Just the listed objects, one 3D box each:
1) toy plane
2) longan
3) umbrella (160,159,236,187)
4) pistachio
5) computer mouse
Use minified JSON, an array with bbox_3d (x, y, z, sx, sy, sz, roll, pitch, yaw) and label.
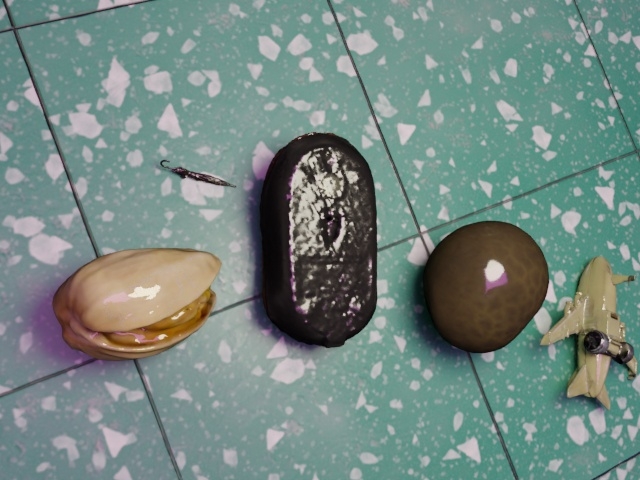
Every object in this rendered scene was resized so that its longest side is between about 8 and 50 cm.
[{"bbox_3d":[0.474,0.151,1.156,0.241,0.104,0.256,20,81,-28],"label":"toy plane"},{"bbox_3d":[0.254,0.068,1.054,0.198,0.198,0.212,40,87,-7],"label":"longan"},{"bbox_3d":[-0.188,-0.099,1.034,0.122,0.022,0.013,19,49,-24],"label":"umbrella"},{"bbox_3d":[-0.243,0.080,0.925,0.229,0.157,0.157,-15,85,-32],"label":"pistachio"},{"bbox_3d":[-0.002,0.000,1.022,0.182,0.116,0.324,1,87,-19],"label":"computer mouse"}]
